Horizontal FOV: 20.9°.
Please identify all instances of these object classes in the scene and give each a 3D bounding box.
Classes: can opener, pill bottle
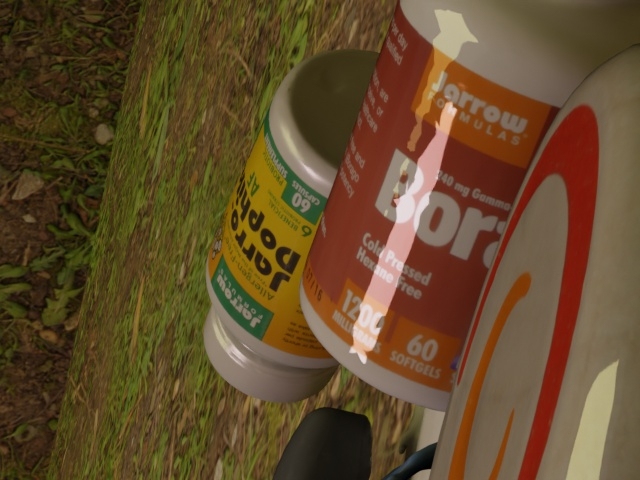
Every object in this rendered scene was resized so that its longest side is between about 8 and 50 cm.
[{"bbox_3d":[0.040,0.046,0.833,0.076,0.095,0.283,148,134,-72],"label":"can opener"},{"bbox_3d":[0.000,0.000,1.009,0.208,0.117,0.118,116,162,-46],"label":"pill bottle"},{"bbox_3d":[0.077,-0.046,0.705,0.121,0.121,0.216,-99,24,-60],"label":"pill bottle"}]

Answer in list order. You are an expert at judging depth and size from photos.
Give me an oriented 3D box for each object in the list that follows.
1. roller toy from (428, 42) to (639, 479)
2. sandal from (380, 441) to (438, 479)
[{"bbox_3d":[0.107,0.062,0.399,0.209,0.146,0.191,108,177,-48],"label":"roller toy"},{"bbox_3d":[0.056,0.163,0.598,0.317,0.126,0.138,-126,54,-72],"label":"sandal"}]
